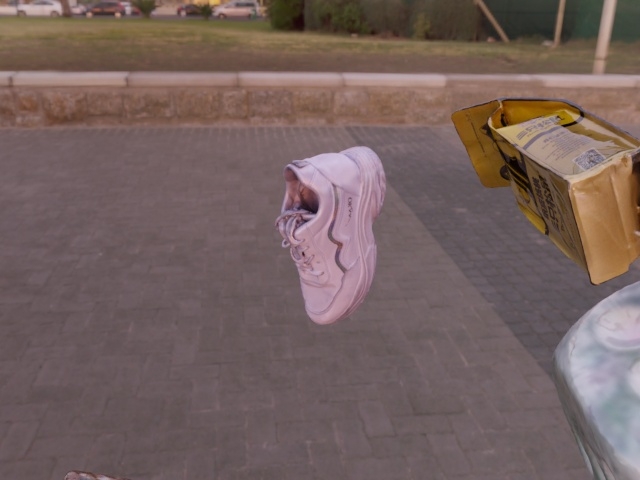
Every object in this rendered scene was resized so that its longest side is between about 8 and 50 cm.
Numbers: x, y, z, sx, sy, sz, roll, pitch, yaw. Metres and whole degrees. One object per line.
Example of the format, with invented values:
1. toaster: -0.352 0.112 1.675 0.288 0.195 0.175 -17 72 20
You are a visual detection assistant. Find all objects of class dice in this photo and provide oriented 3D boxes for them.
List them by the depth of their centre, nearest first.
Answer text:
1. dice: 0.526 0.254 0.802 0.330 0.348 0.328 -21 36 8

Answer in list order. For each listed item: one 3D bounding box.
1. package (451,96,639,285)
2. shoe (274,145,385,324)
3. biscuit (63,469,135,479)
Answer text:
1. package: 0.130 -0.039 0.342 0.047 0.071 0.131 -31 30 4
2. shoe: 0.000 0.000 0.778 0.137 0.245 0.095 -5 22 -39
3. biscuit: -0.088 0.332 0.622 0.388 0.107 0.073 22 2 -23
